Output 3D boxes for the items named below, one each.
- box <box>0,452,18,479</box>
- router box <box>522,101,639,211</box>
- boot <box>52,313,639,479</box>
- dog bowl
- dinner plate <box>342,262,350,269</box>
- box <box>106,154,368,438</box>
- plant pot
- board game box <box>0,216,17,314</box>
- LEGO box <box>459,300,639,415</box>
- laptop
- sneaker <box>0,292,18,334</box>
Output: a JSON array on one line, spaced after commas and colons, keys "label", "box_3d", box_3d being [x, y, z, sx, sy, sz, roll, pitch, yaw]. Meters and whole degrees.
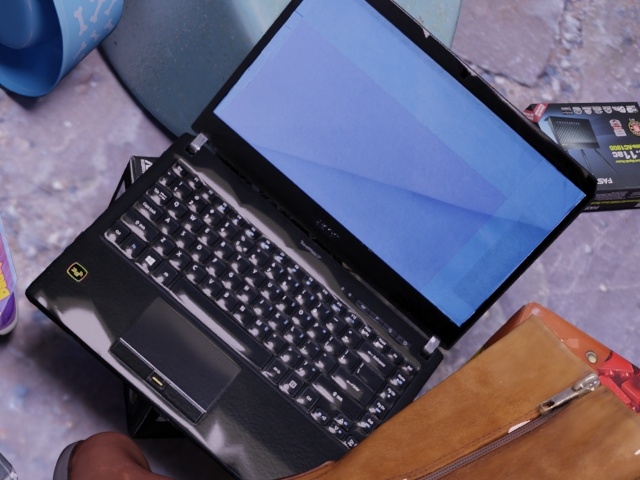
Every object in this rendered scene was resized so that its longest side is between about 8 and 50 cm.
[{"label": "box", "box_3d": [-0.369, 0.086, 0.615, 0.395, 0.293, 0.212, 44, 52, 8]}, {"label": "router box", "box_3d": [0.236, -0.073, 1.156, 0.122, 0.038, 0.092, -5, 61, -27]}, {"label": "boot", "box_3d": [0.006, 0.118, 0.714, 0.280, 0.264, 0.096, -36, 117, -7]}, {"label": "dog bowl", "box_3d": [-0.249, -0.246, 0.949, 0.074, 0.166, 0.297, -37, 91, -33]}, {"label": "dinner plate", "box_3d": [0.036, -0.036, 1.057, 0.141, 0.017, 0.141, 12, 53, -17]}, {"label": "box", "box_3d": [-0.062, 0.039, 0.921, 0.147, 0.077, 0.180, 2, 59, -23]}, {"label": "plant pot", "box_3d": [-0.032, -0.204, 1.006, 0.247, 0.248, 0.252, -11, 75, -30]}, {"label": "board game box", "box_3d": [-0.264, 0.005, 0.832, 0.133, 0.033, 0.169, -25, 65, 10]}, {"label": "LEGO box", "box_3d": [0.146, 0.344, 0.739, 0.372, 0.193, 0.500, 32, 51, -1]}, {"label": "laptop", "box_3d": [0.000, 0.000, 0.830, 0.234, 0.136, 0.264, 41, 56, 0]}, {"label": "sneaker", "box_3d": [-0.241, -0.014, 0.881, 0.068, 0.071, 0.170, -9, 63, -29]}]
